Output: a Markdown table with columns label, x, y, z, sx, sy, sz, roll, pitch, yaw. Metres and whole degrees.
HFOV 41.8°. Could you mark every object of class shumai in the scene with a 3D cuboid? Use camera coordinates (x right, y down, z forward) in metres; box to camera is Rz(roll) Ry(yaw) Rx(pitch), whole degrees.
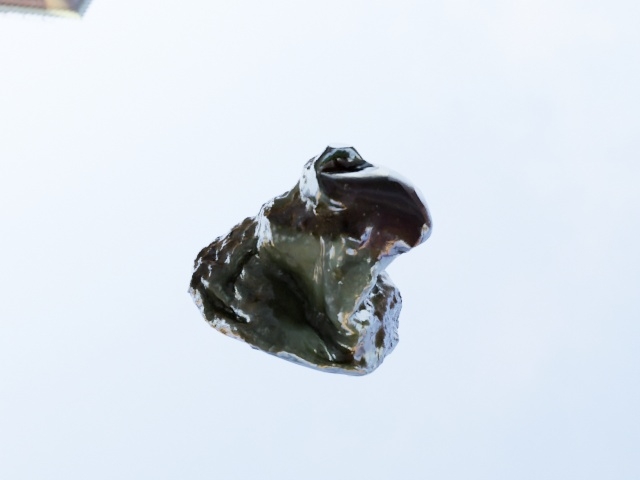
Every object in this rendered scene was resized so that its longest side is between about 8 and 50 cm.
| label | x | y | z | sx | sy | sz | roll | pitch | yaw |
| --- | --- | --- | --- | --- | --- | --- | --- | --- | --- |
| shumai | 0.000 | 0.000 | 0.831 | 0.222 | 0.204 | 0.272 | 10 | -169 | -31 |
